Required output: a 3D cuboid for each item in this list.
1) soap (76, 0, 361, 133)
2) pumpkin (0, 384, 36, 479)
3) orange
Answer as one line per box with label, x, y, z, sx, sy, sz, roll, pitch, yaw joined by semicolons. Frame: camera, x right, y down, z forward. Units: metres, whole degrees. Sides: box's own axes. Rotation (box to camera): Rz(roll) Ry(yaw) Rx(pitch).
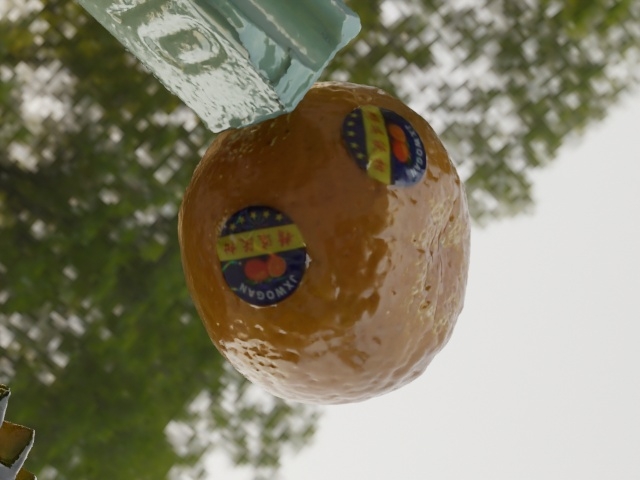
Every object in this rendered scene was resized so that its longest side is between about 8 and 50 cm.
soap;-0.085;-0.143;0.900;0.063;0.198;0.114;-54;-162;-20
pumpkin;-0.248;0.151;1.064;0.130;0.254;0.149;-6;-133;24
orange;0.002;0.002;1.011;0.155;0.177;0.177;-11;-129;25
